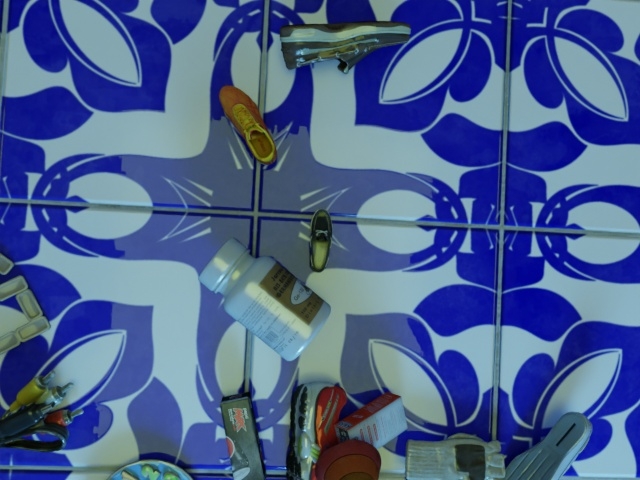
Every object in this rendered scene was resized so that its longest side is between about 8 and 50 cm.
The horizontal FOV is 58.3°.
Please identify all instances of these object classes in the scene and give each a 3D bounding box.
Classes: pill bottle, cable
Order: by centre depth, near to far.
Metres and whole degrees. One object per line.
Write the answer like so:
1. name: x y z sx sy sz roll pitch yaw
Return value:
1. pill bottle: -0.105 0.103 1.061 0.229 0.131 0.131 39 86 -2
2. cable: -0.580 0.352 1.067 0.287 0.072 0.140 -24 107 7

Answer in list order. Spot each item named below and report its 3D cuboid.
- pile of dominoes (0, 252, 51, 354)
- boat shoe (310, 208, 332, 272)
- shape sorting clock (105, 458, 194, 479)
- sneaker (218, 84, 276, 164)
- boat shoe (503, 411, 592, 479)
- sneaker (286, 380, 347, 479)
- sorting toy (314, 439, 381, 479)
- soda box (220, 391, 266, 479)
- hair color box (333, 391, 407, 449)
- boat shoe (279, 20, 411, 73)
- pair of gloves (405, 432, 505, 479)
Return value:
1. pile of dominoes: -0.664 0.138 1.074 0.251 0.040 0.196 -27 90 -13
2. boat shoe: 0.000 0.000 1.119 0.046 0.038 0.125 9 88 -4
3. shape sorting clock: -0.323 0.514 1.074 0.206 0.040 0.207 0 88 -4
4. sneaker: -0.135 -0.227 1.102 0.064 0.067 0.175 -35 89 -3
5. boat shoe: 0.450 0.433 1.120 0.075 0.083 0.226 30 107 -41
6. sneaker: 0.005 0.407 1.078 0.118 0.107 0.279 5 92 -18
7. sorting toy: 0.100 0.530 1.010 0.126 0.126 0.366 -21 111 -1
8. soda box: -0.146 0.379 1.087 0.060 0.053 0.169 -11 88 -5
9. hair color box: 0.096 0.349 1.075 0.141 0.043 0.072 -19 102 -36
10. boat shoe: 0.049 -0.375 1.122 0.257 0.095 0.095 -5 112 -6
11. pair of gloves: 0.263 0.496 1.101 0.204 0.042 0.240 -1 76 -10
